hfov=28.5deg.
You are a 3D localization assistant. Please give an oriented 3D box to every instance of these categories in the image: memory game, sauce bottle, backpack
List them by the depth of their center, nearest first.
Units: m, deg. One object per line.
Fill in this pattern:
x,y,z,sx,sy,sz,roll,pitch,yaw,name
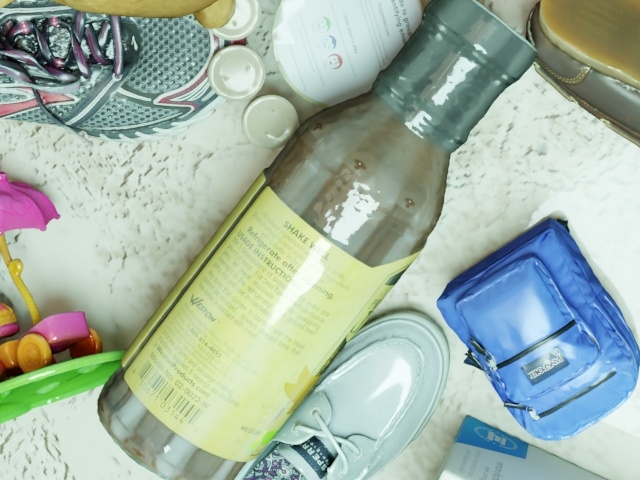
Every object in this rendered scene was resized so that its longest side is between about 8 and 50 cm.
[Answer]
0.000,0.000,0.775,0.111,0.111,0.344,40,103,6,sauce bottle
0.138,0.064,0.784,0.098,0.101,0.120,-33,92,21,backpack
0.016,-0.131,0.794,0.186,0.012,0.186,-3,111,-9,memory game

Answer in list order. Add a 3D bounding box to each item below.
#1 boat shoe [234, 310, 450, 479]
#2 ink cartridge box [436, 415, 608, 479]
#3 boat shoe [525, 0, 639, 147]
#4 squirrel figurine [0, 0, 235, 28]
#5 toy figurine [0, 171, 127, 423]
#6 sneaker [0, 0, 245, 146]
0.001,0.143,0.833,0.079,0.081,0.227,42,104,5,boat shoe
0.174,0.203,0.774,0.231,0.134,0.078,23,101,9,ink cartridge box
0.217,-0.085,0.764,0.207,0.073,0.073,38,72,10,boat shoe
-0.181,-0.272,0.726,0.397,0.281,0.370,-27,82,32,squirrel figurine
-0.223,0.037,0.872,0.173,0.130,0.159,-27,77,34,toy figurine
-0.196,-0.121,0.829,0.299,0.112,0.120,-1,95,10,sneaker
